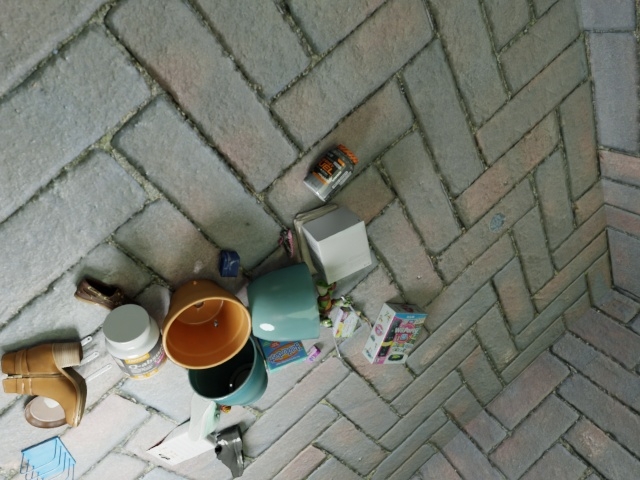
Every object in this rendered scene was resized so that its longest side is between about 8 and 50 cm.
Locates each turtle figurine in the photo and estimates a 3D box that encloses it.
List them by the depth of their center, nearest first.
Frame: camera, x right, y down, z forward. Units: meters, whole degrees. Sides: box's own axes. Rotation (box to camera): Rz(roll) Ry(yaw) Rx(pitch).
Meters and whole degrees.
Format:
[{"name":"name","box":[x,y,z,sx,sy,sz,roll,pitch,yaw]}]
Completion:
[{"name":"turtle figurine","box":[0.068,0.264,1.642,0.198,0.274,0.266,-21,126,-28]}]

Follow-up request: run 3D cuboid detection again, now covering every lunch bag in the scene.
[{"name":"lunch bag","box":[-0.332,0.083,1.449,0.065,0.067,0.098,1,114,-29]}]

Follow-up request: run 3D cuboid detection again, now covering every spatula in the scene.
[{"name":"spatula","box":[-0.851,0.443,1.369,0.242,0.019,0.168,-32,105,-12]}]

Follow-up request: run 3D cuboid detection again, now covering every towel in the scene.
[{"name":"towel","box":[0.000,0.000,1.600,0.187,0.049,0.282,-19,124,-17]}]

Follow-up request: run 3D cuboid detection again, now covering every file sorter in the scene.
[{"name":"file sorter","box":[-0.986,0.828,1.464,0.118,0.104,0.170,-18,123,-19]}]

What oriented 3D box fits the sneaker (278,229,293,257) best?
[{"name":"sneaker","box":[-0.132,0.014,1.544,0.057,0.047,0.119,-6,117,-4]}]

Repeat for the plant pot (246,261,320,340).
[{"name":"plant pot","box":[-0.149,0.241,1.510,0.235,0.293,0.293,-8,119,-11]}]

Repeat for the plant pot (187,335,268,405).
[{"name":"plant pot","box":[-0.331,0.519,1.573,0.271,0.271,0.255,-33,140,-9]}]

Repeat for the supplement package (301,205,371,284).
[{"name":"supplement package","box":[0.062,0.015,1.516,0.194,0.149,0.203,-25,125,-14]}]

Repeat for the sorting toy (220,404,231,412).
[{"name":"sorting toy","box":[-0.405,0.713,1.758,0.061,0.042,0.102,-14,121,-22]}]

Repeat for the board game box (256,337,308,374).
[{"name":"board game box","box":[-0.164,0.408,1.625,0.160,0.210,0.047,-15,148,-22]}]

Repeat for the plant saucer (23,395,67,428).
[{"name":"plant saucer","box":[-0.933,0.586,1.413,0.168,0.029,0.168,-13,121,-22]}]

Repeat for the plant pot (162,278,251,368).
[{"name":"plant pot","box":[-0.411,0.268,1.420,0.291,0.203,0.291,-12,120,-22]}]

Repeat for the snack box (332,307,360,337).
[{"name":"snack box","box":[0.118,0.379,1.869,0.100,0.037,0.141,4,113,-32]}]

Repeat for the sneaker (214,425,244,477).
[{"name":"sneaker","box":[-0.421,0.985,1.870,0.130,0.109,0.286,-6,111,-15]}]

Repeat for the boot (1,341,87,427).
[{"name":"boot","box":[-0.883,0.473,1.292,0.220,0.109,0.283,-5,96,-19]}]

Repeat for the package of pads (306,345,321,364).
[{"name":"package of pads","box":[-0.040,0.530,1.867,0.083,0.032,0.050,-47,130,1]}]

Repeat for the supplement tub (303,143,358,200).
[{"name":"supplement tub","box":[0.039,-0.244,1.448,0.190,0.117,0.117,-48,127,1]}]

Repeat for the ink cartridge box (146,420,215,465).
[{"name":"ink cartridge box","box":[-0.600,0.882,1.750,0.224,0.056,0.181,-25,127,8]}]

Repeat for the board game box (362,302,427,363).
[{"name":"board game box","box":[0.370,0.466,2.017,0.224,0.097,0.303,9,110,-32]}]

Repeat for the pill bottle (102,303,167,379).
[{"name":"pill bottle","box":[-0.603,0.334,1.322,0.162,0.162,0.278,-16,146,-21]}]

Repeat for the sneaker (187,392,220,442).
[{"name":"sneaker","box":[-0.471,0.697,1.704,0.151,0.094,0.256,25,79,-73]}]

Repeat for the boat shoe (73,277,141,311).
[{"name":"boat shoe","box":[-0.678,0.184,1.311,0.207,0.073,0.073,29,102,-36]}]
